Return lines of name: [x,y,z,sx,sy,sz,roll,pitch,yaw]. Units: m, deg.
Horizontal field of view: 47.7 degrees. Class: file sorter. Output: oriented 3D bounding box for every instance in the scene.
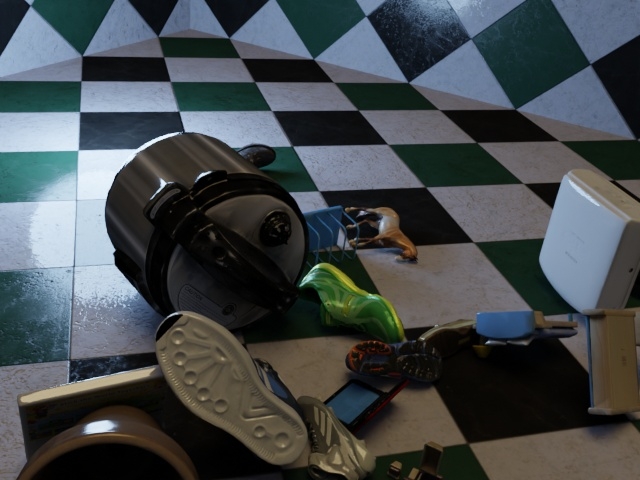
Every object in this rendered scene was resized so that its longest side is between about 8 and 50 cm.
file sorter: [0.000,0.000,1.836,0.170,0.118,0.104,-13,38,-30]

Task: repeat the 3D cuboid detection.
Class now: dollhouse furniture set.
dollhouse furniture set: [0.150,0.383,1.190,0.091,0.114,0.081,21,37,20]
dollhouse furniture set: [0.518,0.252,1.538,0.286,0.198,0.303,8,-11,-42]

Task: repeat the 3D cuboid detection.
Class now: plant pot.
plant pot: [-0.307,0.352,1.057,0.263,0.263,0.229,-1,13,-13]

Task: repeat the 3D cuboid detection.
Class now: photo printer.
photo printer: [0.641,0.021,1.716,0.107,0.307,0.256,-6,34,-19]

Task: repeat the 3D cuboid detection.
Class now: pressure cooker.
pressure cooker: [-0.233,-0.009,1.547,0.370,0.375,0.420,-11,33,-33]

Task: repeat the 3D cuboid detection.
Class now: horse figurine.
horse figurine: [0.161,-0.031,1.971,0.174,0.066,0.263,-3,32,-3]

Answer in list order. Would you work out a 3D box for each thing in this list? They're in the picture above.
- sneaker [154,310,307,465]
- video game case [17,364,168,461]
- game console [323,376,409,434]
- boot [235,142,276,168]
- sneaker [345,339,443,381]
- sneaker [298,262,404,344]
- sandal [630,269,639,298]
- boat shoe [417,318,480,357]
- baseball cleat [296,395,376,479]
sneaker: [-0.158,0.235,1.240,0.130,0.323,0.236,-45,12,-6]
video game case: [-0.367,0.282,1.183,0.227,0.206,0.026,-8,54,-24]
game console: [0.077,0.294,1.365,0.085,0.124,0.144,46,43,13]
boot: [-0.221,-0.192,2.183,0.263,0.091,0.229,-13,40,-23]
sneaker: [0.148,0.242,1.467,0.221,0.083,0.087,12,-17,-20]
sneaker: [0.064,0.161,1.599,0.123,0.109,0.295,-38,48,-26]
sandal: [0.863,0.090,1.840,0.167,0.107,0.445,-19,38,-37]
boat shoe: [0.271,0.209,1.578,0.190,0.068,0.072,-5,18,-38]
baseball cleat: [0.001,0.349,1.265,0.109,0.072,0.206,-25,38,-33]
